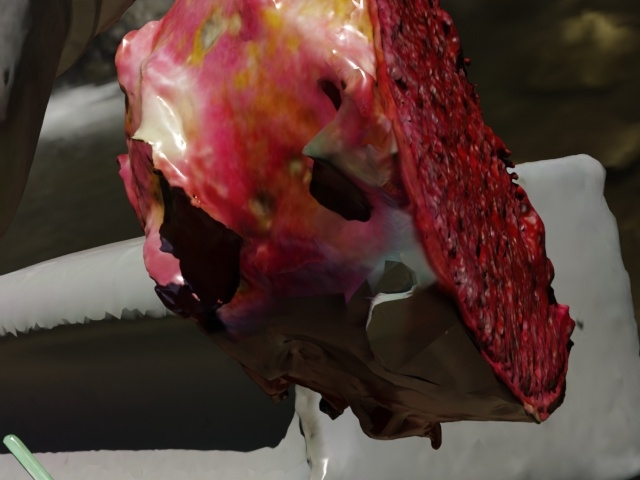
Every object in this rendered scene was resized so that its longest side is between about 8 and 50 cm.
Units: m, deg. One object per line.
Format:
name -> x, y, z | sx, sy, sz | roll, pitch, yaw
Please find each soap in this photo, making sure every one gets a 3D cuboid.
soap -> -0.016, 0.084, 1.044 | 0.350, 0.213, 0.435 | -10, 1, -34

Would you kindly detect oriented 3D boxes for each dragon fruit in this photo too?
dragon fruit -> -0.007, 0.008, 0.639 | 0.161, 0.274, 0.126 | -11, 35, 24

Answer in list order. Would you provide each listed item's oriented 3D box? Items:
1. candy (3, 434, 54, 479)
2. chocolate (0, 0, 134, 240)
candy -> -0.100, 0.174, 0.824 | 0.060, 0.201, 0.060 | -38, -18, -14
chocolate -> -0.144, -0.050, 0.456 | 0.221, 0.221, 0.147 | -12, 60, 12
